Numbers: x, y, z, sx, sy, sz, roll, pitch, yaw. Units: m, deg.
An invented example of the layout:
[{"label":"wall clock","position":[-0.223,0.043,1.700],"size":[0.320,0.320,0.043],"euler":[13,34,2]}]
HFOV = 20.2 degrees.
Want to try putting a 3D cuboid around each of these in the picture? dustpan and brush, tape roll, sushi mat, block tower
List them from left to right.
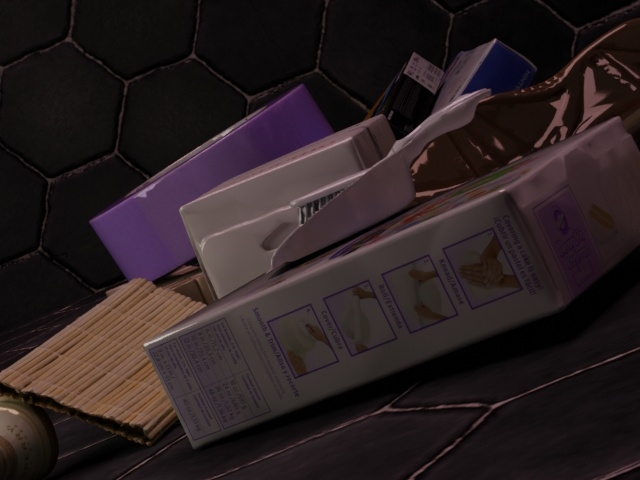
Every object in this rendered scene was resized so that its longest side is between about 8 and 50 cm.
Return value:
[{"label":"sushi mat","position":[-0.158,0.100,1.603],"size":[0.151,0.019,0.316],"euler":[16,19,13]},{"label":"block tower","position":[-0.157,0.083,1.926],"size":[0.091,0.097,0.335],"euler":[-23,4,-13]},{"label":"tape roll","position":[-0.111,-0.059,1.934],"size":[0.275,0.090,0.275],"euler":[-32,6,3]},{"label":"dustpan and brush","position":[0.047,-0.050,1.401],"size":[0.211,0.060,0.147],"euler":[-25,2,7]}]

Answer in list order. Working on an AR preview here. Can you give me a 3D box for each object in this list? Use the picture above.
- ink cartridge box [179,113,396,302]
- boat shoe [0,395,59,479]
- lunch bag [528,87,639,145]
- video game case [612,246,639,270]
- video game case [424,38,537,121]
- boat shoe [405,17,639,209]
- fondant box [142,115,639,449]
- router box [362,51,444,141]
[{"label":"ink cartridge box","position":[0.000,0.000,1.650],"size":[0.171,0.168,0.233],"euler":[-22,4,13]},{"label":"boat shoe","position":[-0.358,0.195,1.508],"size":[0.285,0.104,0.089],"euler":[-20,3,24]},{"label":"lunch bag","position":[0.279,-0.115,2.139],"size":[0.293,0.138,0.221],"euler":[-5,12,31]},{"label":"video game case","position":[0.289,-0.009,1.340],"size":[0.119,0.015,0.166],"euler":[-25,5,-23]},{"label":"video game case","position":[0.113,-0.079,1.893],"size":[0.269,0.061,0.244],"euler":[-56,6,0]},{"label":"boat shoe","position":[0.201,-0.084,1.593],"size":[0.302,0.109,0.098],"euler":[-33,-30,-15]},{"label":"fondant box","position":[0.065,0.031,1.345],"size":[0.330,0.096,0.238],"euler":[-25,3,32]},{"label":"router box","position":[0.065,-0.108,1.912],"size":[0.133,0.046,0.179],"euler":[-54,5,31]}]
